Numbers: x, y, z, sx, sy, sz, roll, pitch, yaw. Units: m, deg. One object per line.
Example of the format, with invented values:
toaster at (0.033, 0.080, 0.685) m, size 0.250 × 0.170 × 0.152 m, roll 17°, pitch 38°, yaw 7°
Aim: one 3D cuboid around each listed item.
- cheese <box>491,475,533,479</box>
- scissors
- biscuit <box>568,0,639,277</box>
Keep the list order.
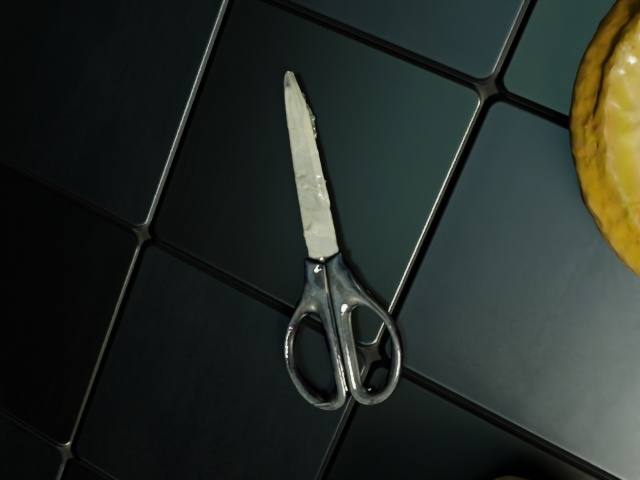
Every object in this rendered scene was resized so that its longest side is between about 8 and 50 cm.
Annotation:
cheese at (0.117, 0.282, 0.692) m, size 0.235 × 0.218 × 0.117 m, roll -41°, pitch 85°, yaw -1°
scissors at (0.000, 0.000, 0.799) m, size 0.109 × 0.022 × 0.300 m, roll -10°, pitch 92°, yaw 18°
biscuit at (0.320, -0.080, 0.628) m, size 0.296 × 0.102 × 0.296 m, roll 2°, pitch 95°, yaw 22°
